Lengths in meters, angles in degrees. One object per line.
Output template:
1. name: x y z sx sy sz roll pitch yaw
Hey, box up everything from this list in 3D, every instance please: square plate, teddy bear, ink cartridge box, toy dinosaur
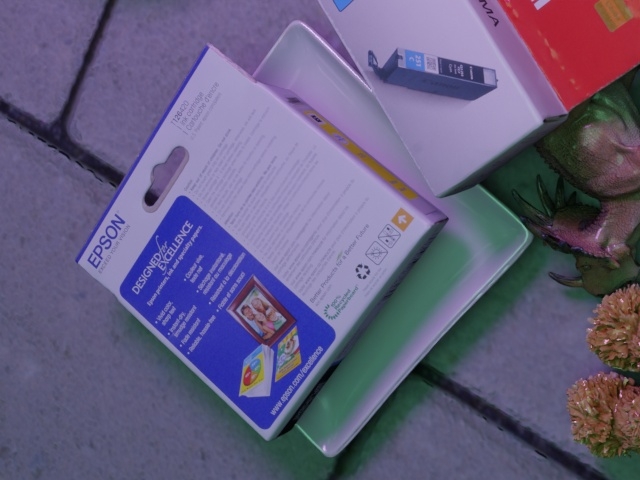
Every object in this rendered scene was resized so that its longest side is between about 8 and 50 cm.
1. square plate: 0.000 0.000 1.258 0.347 0.049 0.344 44 111 13
2. teddy bear: 0.379 0.153 1.038 0.338 0.113 0.245 36 96 35
3. ink cartridge box: 0.136 -0.230 1.051 0.261 0.066 0.296 -37 79 37
4. ink cartridge box: -0.072 0.001 1.229 0.307 0.072 0.304 42 111 16
5. toy dinosaur: 0.252 -0.096 1.104 0.200 0.127 0.296 -30 78 30
